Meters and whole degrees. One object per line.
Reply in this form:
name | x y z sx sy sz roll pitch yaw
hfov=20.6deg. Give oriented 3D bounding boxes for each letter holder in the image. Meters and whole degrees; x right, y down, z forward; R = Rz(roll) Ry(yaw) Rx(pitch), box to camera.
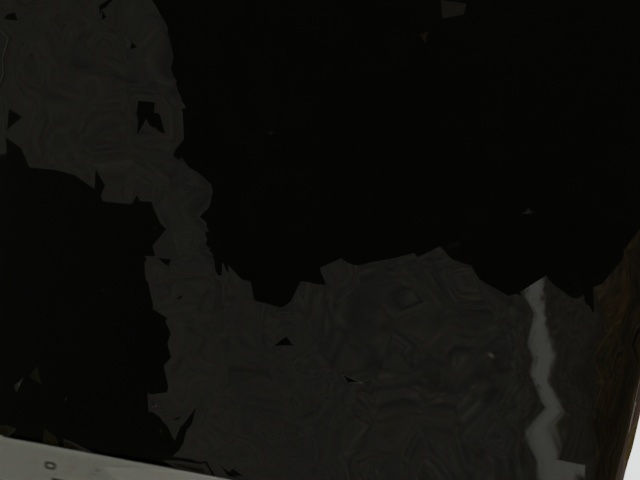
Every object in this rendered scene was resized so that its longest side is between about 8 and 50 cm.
letter holder | 0.000 0.000 0.466 0.214 0.152 0.301 -76 -5 -65
